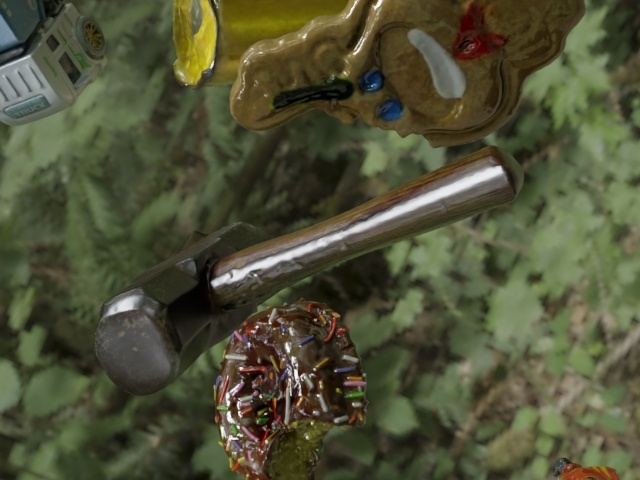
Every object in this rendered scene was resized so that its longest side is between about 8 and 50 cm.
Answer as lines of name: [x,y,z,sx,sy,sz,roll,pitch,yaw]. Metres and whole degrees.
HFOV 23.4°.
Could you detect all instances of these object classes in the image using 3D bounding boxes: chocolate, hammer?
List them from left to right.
hammer: [0.000,0.000,1.364,0.408,0.095,0.242,-24,8,30]
chocolate: [0.022,-0.284,2.042,0.162,0.445,0.162,21,114,59]

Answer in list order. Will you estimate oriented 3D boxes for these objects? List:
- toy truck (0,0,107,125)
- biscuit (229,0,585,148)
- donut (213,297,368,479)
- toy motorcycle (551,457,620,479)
toy truck: [-0.424,-0.317,1.942,0.146,0.367,0.175,-17,32,27]
biscuit: [0.076,-0.161,1.353,0.047,0.319,0.183,-102,4,-60]
donut: [-0.044,0.173,1.756,0.230,0.096,0.216,-48,50,45]
toy motorcycle: [0.348,0.385,1.871,0.171,0.089,0.298,97,155,-57]
